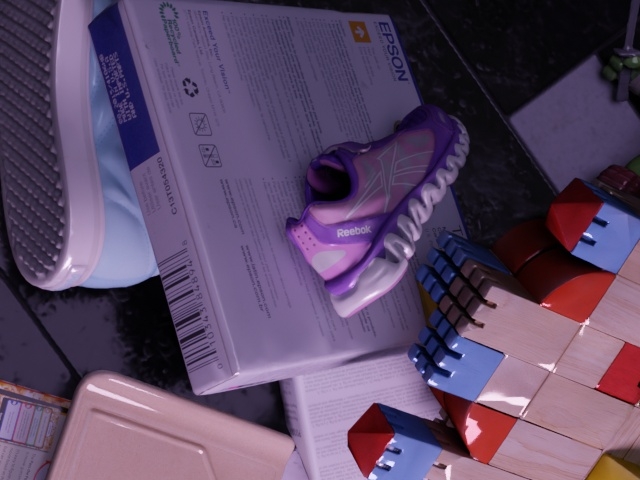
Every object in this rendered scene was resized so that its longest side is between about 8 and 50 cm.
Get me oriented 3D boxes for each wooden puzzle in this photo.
[{"bbox_3d":[-0.148,0.251,1.165,0.221,0.044,0.239,25,80,-32],"label":"wooden puzzle"}]

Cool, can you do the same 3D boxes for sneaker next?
[{"bbox_3d":[-0.199,-0.131,1.192,0.150,0.135,0.366,7,75,-45],"label":"sneaker"},{"bbox_3d":[0.043,-0.050,1.128,0.104,0.095,0.236,41,47,-11],"label":"sneaker"}]

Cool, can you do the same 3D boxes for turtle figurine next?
[{"bbox_3d":[0.327,-0.119,1.286,0.198,0.275,0.266,34,78,26],"label":"turtle figurine"}]

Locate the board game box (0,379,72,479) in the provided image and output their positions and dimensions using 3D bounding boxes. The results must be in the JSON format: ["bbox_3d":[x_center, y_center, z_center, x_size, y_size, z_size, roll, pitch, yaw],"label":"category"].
[{"bbox_3d":[-0.290,0.188,1.153,0.193,0.045,0.147,19,79,-13],"label":"board game box"}]

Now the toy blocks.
[{"bbox_3d":[0.182,0.089,1.137,0.261,0.191,0.381,23,107,-28],"label":"toy blocks"}]

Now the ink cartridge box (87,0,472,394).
[{"bbox_3d":[-0.016,-0.049,1.182,0.330,0.071,0.324,-4,72,-47],"label":"ink cartridge box"}]

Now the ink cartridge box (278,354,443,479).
[{"bbox_3d":[0.067,0.176,1.255,0.189,0.066,0.232,-11,95,-17],"label":"ink cartridge box"}]
